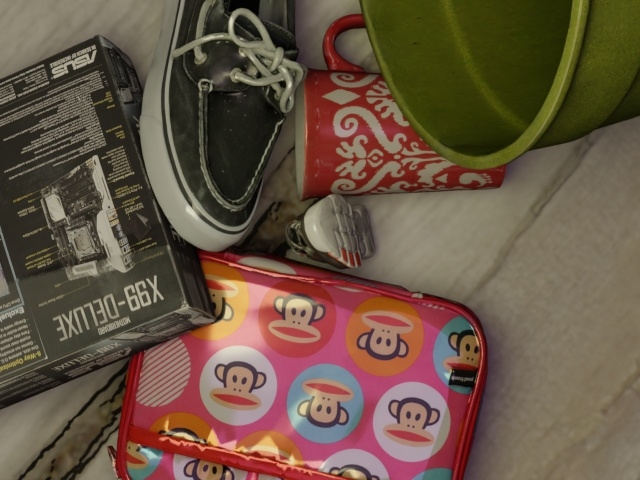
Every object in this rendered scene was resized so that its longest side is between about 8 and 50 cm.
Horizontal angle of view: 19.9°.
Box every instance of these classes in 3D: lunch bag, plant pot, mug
[{"bbox_3d":[-0.020,0.149,1.517,0.293,0.120,0.258,12,93,2],"label":"lunch bag"},{"bbox_3d":[0.256,-0.256,1.399,0.353,0.366,0.366,-8,91,-22],"label":"plant pot"},{"bbox_3d":[0.067,-0.105,1.511,0.169,0.113,0.150,1,109,-4],"label":"mug"}]

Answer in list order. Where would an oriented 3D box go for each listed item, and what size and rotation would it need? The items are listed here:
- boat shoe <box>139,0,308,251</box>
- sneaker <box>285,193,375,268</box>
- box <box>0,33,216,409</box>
[{"bbox_3d":[-0.063,-0.142,1.454,0.113,0.105,0.306,29,53,-34],"label":"boat shoe"},{"bbox_3d":[0.000,0.000,1.495,0.065,0.158,0.061,-11,83,13],"label":"sneaker"},{"bbox_3d":[-0.264,0.006,1.468,0.307,0.076,0.242,-23,73,9],"label":"box"}]
